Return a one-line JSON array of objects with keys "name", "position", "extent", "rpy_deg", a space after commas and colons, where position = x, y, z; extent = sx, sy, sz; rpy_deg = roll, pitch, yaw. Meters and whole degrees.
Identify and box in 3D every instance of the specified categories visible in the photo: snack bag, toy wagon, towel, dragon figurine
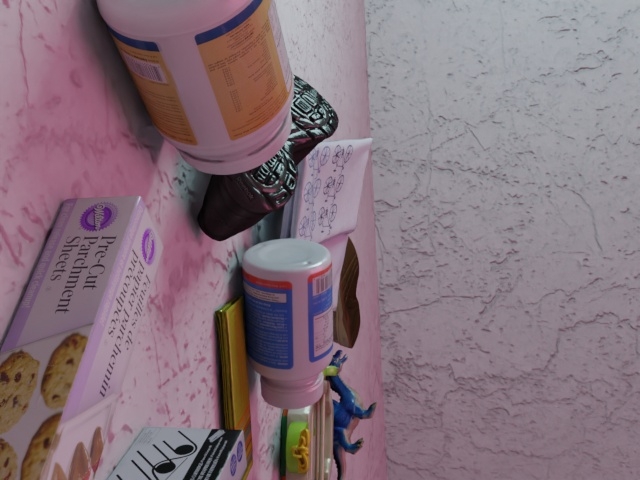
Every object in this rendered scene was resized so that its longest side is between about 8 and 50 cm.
[{"name": "snack bag", "position": [0.000, 0.000, 1.210], "extent": [0.323, 0.037, 0.342], "rpy_deg": [-23, 126, -68]}, {"name": "toy wagon", "position": [-0.021, 0.357, 1.316], "extent": [0.344, 0.068, 0.267], "rpy_deg": [44, 45, -75]}, {"name": "towel", "position": [-0.112, 0.197, 0.958], "extent": [0.102, 0.021, 0.237], "rpy_deg": [-54, 141, -83]}, {"name": "dragon figurine", "position": [0.027, 0.378, 1.528], "extent": [0.085, 0.144, 0.289], "rpy_deg": [54, 56, -76]}]

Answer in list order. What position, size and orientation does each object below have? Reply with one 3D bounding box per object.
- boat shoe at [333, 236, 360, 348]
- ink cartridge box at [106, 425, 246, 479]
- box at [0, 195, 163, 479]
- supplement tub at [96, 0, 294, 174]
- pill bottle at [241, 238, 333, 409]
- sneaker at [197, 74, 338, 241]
[{"name": "boat shoe", "position": [0.021, 0.104, 1.499], "extent": [0.302, 0.098, 0.109], "rpy_deg": [82, 25, -44]}, {"name": "ink cartridge box", "position": [-0.134, 0.225, 0.594], "extent": [0.207, 0.097, 0.046], "rpy_deg": [-63, 150, -70]}, {"name": "box", "position": [-0.175, 0.109, 0.470], "extent": [0.063, 0.067, 0.324], "rpy_deg": [78, 16, -49]}, {"name": "supplement tub", "position": [-0.103, -0.169, 0.670], "extent": [0.199, 0.144, 0.144], "rpy_deg": [76, 16, -54]}, {"name": "pill bottle", "position": [-0.044, 0.119, 1.029], "extent": [0.124, 0.124, 0.221], "rpy_deg": [-66, 158, -67]}, {"name": "sneaker", "position": [-0.073, -0.108, 0.901], "extent": [0.109, 0.130, 0.286], "rpy_deg": [42, 41, -9]}]
